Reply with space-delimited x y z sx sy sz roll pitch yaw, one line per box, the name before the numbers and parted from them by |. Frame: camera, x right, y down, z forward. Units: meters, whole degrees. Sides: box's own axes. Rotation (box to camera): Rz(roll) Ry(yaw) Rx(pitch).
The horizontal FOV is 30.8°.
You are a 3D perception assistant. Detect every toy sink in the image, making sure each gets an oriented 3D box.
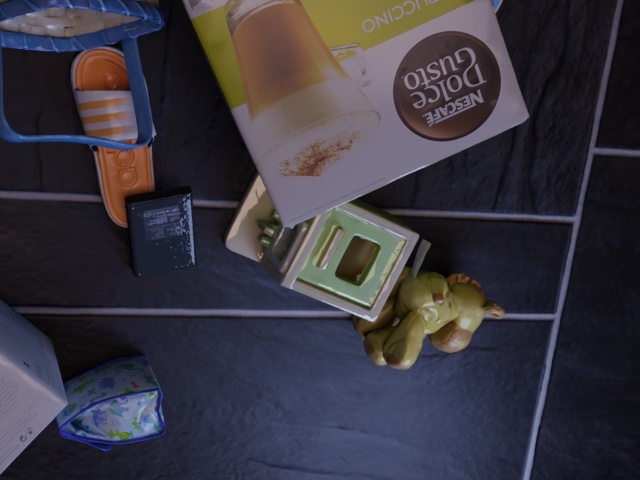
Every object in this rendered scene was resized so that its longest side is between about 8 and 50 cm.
toy sink | 0.000 0.000 1.713 0.234 0.131 0.153 25 97 -24

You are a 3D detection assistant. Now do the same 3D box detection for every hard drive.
hard drive | -0.228 -0.011 1.667 0.094 0.022 0.135 -11 129 -16

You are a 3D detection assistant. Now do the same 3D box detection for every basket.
basket | -0.314 -0.259 1.441 0.254 0.201 0.289 1 77 -58

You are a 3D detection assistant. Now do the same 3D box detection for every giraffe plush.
giraffe plush | 0.178 0.108 1.798 0.170 0.181 0.210 16 119 -35

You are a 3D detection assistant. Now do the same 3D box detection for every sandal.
sandal | -0.270 -0.137 1.605 0.102 0.076 0.265 -15 111 -14

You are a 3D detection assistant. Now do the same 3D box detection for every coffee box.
coffee box | 0.020 -0.270 1.499 0.337 0.338 0.334 -24 113 -2

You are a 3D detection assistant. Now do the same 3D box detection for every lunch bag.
lunch bag | -0.311 0.238 1.685 0.151 0.129 0.096 -7 109 -18

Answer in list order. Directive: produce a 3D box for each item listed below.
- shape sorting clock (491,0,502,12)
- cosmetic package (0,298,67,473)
shape sorting clock | 0.188 -0.391 1.701 0.206 0.040 0.206 -6 109 -17
cosmetic package | -0.473 0.153 1.548 0.138 0.224 0.224 -47 116 1
